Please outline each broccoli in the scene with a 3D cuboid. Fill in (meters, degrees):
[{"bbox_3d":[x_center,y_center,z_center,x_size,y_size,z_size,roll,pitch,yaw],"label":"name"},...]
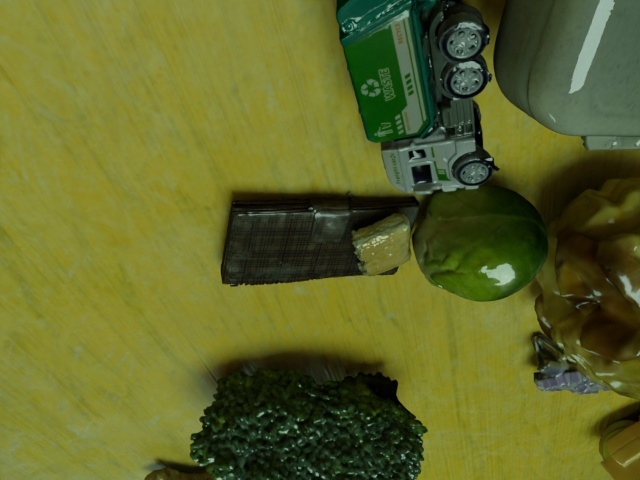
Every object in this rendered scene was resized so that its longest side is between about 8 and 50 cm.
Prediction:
[{"bbox_3d":[0.001,0.342,0.937,0.338,0.277,0.317,-7,156,3],"label":"broccoli"}]

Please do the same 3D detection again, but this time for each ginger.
[{"bbox_3d":[-0.213,0.456,1.119,0.213,0.074,0.137,1,125,-23],"label":"ginger"}]

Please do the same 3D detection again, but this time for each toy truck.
[{"bbox_3d":[0.092,-0.155,0.567,0.124,0.114,0.253,-8,138,11],"label":"toy truck"}]

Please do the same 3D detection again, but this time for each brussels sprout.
[{"bbox_3d":[0.191,0.007,0.734,0.155,0.155,0.117,-29,136,13],"label":"brussels sprout"}]

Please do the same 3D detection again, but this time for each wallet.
[{"bbox_3d":[0.000,0.000,0.739,0.230,0.042,0.124,-1,132,-18],"label":"wallet"}]

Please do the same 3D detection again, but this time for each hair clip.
[{"bbox_3d":[0.452,0.231,1.090,0.292,0.084,0.106,20,144,-37],"label":"hair clip"}]

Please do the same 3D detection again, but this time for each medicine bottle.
[{"bbox_3d":[0.332,-0.213,0.522,0.375,0.123,0.282,-4,126,-25],"label":"medicine bottle"}]

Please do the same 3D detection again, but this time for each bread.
[{"bbox_3d":[0.074,0.007,0.724,0.070,0.035,0.083,-25,143,-2],"label":"bread"}]

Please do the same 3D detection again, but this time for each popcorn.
[{"bbox_3d":[0.390,0.071,0.779,0.225,0.265,0.332,-13,155,-10],"label":"popcorn"}]

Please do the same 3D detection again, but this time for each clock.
[{"bbox_3d":[0.774,0.421,1.299,0.244,0.200,0.317,28,113,-39],"label":"clock"}]
